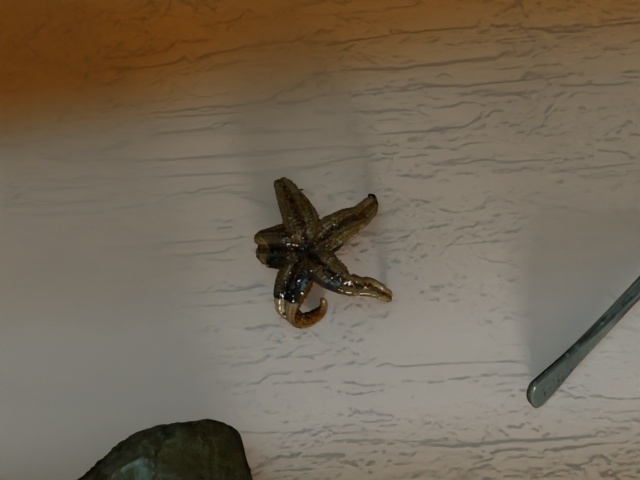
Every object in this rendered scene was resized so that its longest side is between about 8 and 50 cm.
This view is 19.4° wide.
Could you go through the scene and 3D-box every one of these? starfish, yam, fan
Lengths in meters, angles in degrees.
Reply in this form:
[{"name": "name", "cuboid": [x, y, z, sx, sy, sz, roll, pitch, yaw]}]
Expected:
[{"name": "starfish", "cuboid": [0.000, -0.001, 2.079, 0.146, 0.074, 0.190, -25, 67, 9]}, {"name": "yam", "cuboid": [-0.144, 0.338, 1.927, 0.195, 0.195, 0.300, -18, 70, 5]}, {"name": "fan", "cuboid": [0.320, 0.074, 2.007, 0.282, 0.057, 0.023, -43, 59, -11]}]
